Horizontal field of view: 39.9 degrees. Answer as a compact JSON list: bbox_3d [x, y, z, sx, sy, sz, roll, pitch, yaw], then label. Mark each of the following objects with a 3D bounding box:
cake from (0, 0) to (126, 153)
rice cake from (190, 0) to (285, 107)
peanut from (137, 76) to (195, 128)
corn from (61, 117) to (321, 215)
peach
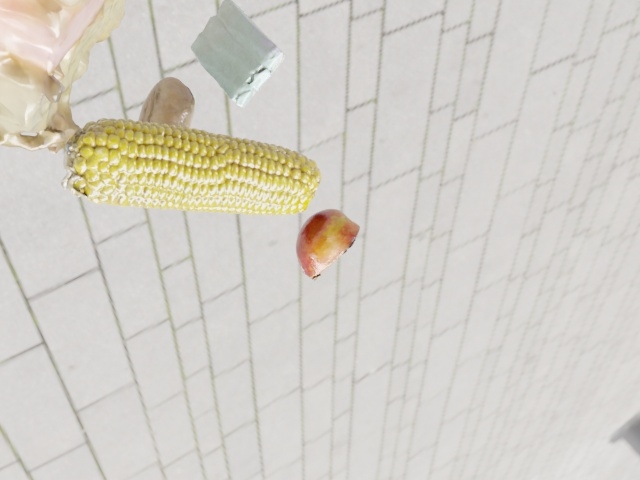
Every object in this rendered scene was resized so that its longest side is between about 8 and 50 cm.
[{"bbox_3d":[-0.217,-0.280,0.502,0.314,0.293,0.307,23,140,-10],"label":"cake"},{"bbox_3d":[-0.135,-0.304,1.426,0.124,0.211,0.038,-51,134,7],"label":"rice cake"},{"bbox_3d":[-0.224,-0.166,1.264,0.076,0.076,0.152,42,56,-58],"label":"peanut"},{"bbox_3d":[-0.149,-0.085,1.051,0.305,0.106,0.106,4,133,-17],"label":"corn"},{"bbox_3d":[0.001,-0.001,1.108,0.098,0.061,0.098,-43,-169,11],"label":"peach"}]
